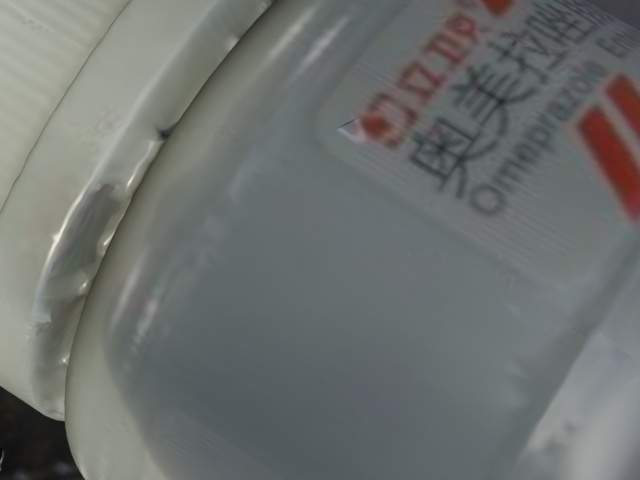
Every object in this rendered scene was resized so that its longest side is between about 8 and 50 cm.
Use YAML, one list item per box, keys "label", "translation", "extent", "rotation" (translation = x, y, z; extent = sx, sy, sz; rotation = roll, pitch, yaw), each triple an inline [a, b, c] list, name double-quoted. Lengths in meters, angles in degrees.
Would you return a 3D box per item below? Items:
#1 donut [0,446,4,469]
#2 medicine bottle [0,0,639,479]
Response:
- label: "donut"
  translation: [-0.264, 0.084, 0.839]
  extent: [0.103, 0.270, 0.269]
  rotation: [2, 110, -50]
- label: "medicine bottle"
  translation: [0.000, 0.000, 0.625]
  extent: [0.245, 0.306, 0.245]
  rotation: [-54, 166, -20]
